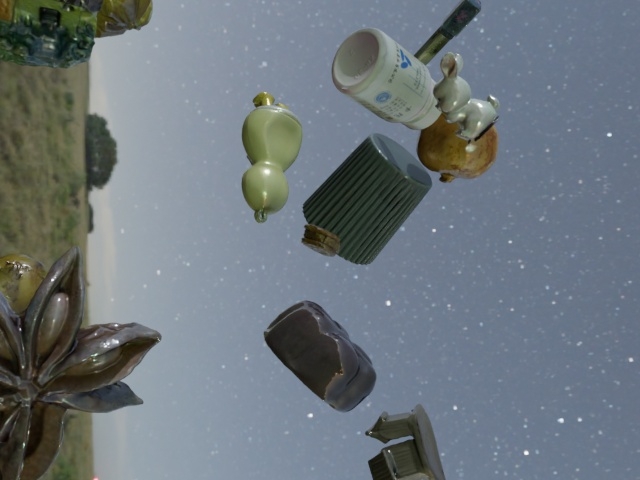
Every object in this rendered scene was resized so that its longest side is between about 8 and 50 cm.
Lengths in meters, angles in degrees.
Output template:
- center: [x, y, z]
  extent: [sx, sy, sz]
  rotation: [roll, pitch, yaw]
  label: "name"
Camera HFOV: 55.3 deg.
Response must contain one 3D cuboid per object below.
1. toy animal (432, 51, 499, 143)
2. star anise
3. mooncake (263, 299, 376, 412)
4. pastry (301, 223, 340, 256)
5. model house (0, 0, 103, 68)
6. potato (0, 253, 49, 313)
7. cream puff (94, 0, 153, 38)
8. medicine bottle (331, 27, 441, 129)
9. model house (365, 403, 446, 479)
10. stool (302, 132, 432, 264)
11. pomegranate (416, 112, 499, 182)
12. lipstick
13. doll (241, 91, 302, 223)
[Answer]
- center: [0.210, -0.212, 0.925]
  extent: [0.085, 0.124, 0.071]
  rotation: [-44, -179, 25]
  label: "toy animal"
- center: [-0.251, 0.101, 0.503]
  extent: [0.197, 0.212, 0.073]
  rotation: [61, -17, -23]
  label: "star anise"
- center: [0.001, 0.232, 1.234]
  extent: [0.245, 0.133, 0.245]
  rotation: [47, 0, -1]
  label: "mooncake"
- center: [0.000, 0.000, 1.520]
  extent: [0.097, 0.109, 0.057]
  rotation: [16, -100, 59]
  label: "pastry"
- center: [-0.399, -0.359, 0.838]
  extent: [0.211, 0.194, 0.170]
  rotation: [157, -59, -63]
  label: "model house"
- center: [-0.548, 0.099, 1.046]
  extent: [0.137, 0.176, 0.137]
  rotation: [58, 6, -9]
  label: "potato"
- center: [-0.535, -0.605, 1.390]
  extent: [0.378, 0.378, 0.275]
  rotation: [-49, -123, 60]
  label: "cream puff"
- center: [0.174, -0.385, 1.504]
  extent: [0.170, 0.293, 0.170]
  rotation: [-12, -109, 38]
  label: "medicine bottle"
- center: [0.213, 0.559, 1.604]
  extent: [0.122, 0.188, 0.229]
  rotation: [57, 18, -67]
  label: "model house"
- center: [0.156, -0.136, 1.932]
  extent: [0.330, 0.297, 0.297]
  rotation: [-48, -138, 25]
  label: "stool"
- center: [0.400, -0.282, 1.804]
  extent: [0.248, 0.248, 0.248]
  rotation: [178, -90, -68]
  label: "pomegranate"
- center: [0.329, -0.560, 1.733]
  extent: [0.312, 0.051, 0.051]
  rotation: [-43, -153, 45]
  label: "lipstick"
- center: [-0.112, -0.170, 1.270]
  extent: [0.117, 0.141, 0.296]
  rotation: [-7, -118, 37]
  label: "doll"
